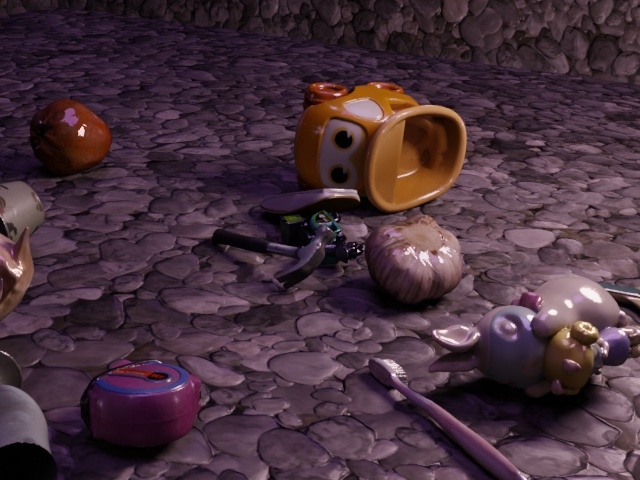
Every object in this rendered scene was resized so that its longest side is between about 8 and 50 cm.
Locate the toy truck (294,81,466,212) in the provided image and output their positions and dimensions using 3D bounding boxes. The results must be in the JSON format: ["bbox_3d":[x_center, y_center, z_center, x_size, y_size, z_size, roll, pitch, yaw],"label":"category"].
[{"bbox_3d":[0.099,-0.174,1.893,0.288,0.204,0.211,-9,27,-33],"label":"toy truck"}]

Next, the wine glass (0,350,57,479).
[{"bbox_3d":[-0.324,0.189,1.044,0.092,0.093,0.202,-7,23,-24],"label":"wine glass"}]

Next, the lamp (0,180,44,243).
[{"bbox_3d":[-0.507,-0.011,1.504,0.121,0.121,0.214,17,34,32],"label":"lamp"}]

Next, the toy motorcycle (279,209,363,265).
[{"bbox_3d":[0.000,0.000,1.633,0.100,0.058,0.173,-10,23,-15],"label":"toy motorcycle"}]

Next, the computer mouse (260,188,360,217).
[{"bbox_3d":[-0.020,-0.060,1.756,0.102,0.045,0.199,1,-3,-40],"label":"computer mouse"}]

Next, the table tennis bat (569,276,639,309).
[{"bbox_3d":[0.499,0.090,1.519,0.274,0.021,0.154,10,22,12],"label":"table tennis bat"}]

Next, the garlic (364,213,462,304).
[{"bbox_3d":[0.135,0.032,1.509,0.147,0.102,0.159,21,36,8],"label":"garlic"}]

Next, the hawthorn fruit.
[{"bbox_3d":[-0.466,-0.203,1.973,0.149,0.149,0.189,13,24,25],"label":"hawthorn fruit"}]

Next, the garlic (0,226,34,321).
[{"bbox_3d":[-0.502,0.066,1.182,0.313,0.250,0.286,17,-1,-20],"label":"garlic"}]

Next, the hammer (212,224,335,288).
[{"bbox_3d":[-0.090,0.014,1.582,0.246,0.029,0.103,9,60,45],"label":"hammer"}]

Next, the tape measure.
[{"bbox_3d":[-0.191,0.175,1.126,0.118,0.074,0.125,6,15,22],"label":"tape measure"}]

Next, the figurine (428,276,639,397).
[{"bbox_3d":[0.256,0.130,1.249,0.235,0.127,0.155,-16,43,-33],"label":"figurine"}]

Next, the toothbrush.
[{"bbox_3d":[0.142,0.202,1.169,0.029,0.025,0.307,0,19,-30],"label":"toothbrush"}]
